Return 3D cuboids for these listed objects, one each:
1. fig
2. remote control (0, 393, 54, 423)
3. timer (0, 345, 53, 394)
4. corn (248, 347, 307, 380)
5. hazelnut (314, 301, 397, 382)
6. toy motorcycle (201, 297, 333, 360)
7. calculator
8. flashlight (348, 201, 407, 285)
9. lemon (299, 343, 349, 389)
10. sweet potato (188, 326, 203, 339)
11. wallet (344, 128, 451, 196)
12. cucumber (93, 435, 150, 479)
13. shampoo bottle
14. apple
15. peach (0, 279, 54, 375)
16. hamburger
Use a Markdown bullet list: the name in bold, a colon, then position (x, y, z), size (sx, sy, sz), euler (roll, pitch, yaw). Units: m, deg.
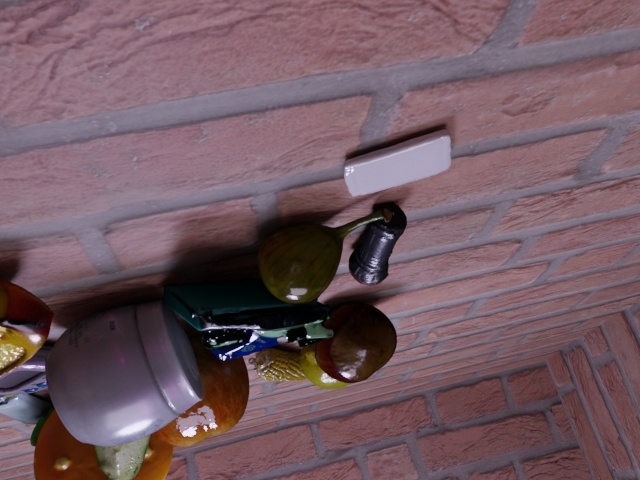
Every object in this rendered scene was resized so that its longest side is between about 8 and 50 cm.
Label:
- **fig**: position (0.000, 0.000, 1.209), size (0.259, 0.151, 0.151), euler (-44, 154, 2)
- **remote control**: position (-0.827, 0.467, 1.811), size (0.103, 0.051, 0.293), euler (-12, 156, -6)
- **timer**: position (-0.678, 0.294, 1.486), size (0.209, 0.069, 0.191), euler (-27, 155, 27)
- **corn**: position (-0.110, 0.393, 2.038), size (0.106, 0.106, 0.293), euler (-25, 155, 20)
- **hazelnut**: position (0.089, 0.265, 1.763), size (0.230, 0.229, 0.229), euler (-13, 157, -6)
- **toy motorcycle**: position (-0.128, 0.201, 1.507), size (0.331, 0.125, 0.196), euler (-9, 166, -34)
- **calculator**: position (-0.159, 0.127, 1.291), size (0.274, 0.058, 0.248), euler (-2, -171, -30)
- **flashlight**: position (0.117, 0.006, 1.328), size (0.093, 0.092, 0.232), euler (-9, 151, -15)
- **lemon**: position (0.042, 0.354, 1.949), size (0.184, 0.184, 0.248), euler (-27, 154, 25)
- **sweet potato**: position (-0.263, 0.183, 1.534), size (0.044, 0.044, 0.179), euler (9, 140, -45)
- **wallet**: position (0.129, -0.127, 1.088), size (0.183, 0.031, 0.124), euler (-16, 157, 5)
- **cucumber**: position (-0.523, 0.471, 1.712), size (0.105, 0.325, 0.145), euler (8, -168, 35)
- **shampoo bottle**: position (-0.394, 0.268, 1.349), size (0.267, 0.272, 0.273), euler (-24, 158, -7)
- **apple**: position (-0.303, 0.377, 1.611), size (0.278, 0.249, 0.309), euler (-6, -156, 26)
- **peach**: position (-0.576, 0.144, 1.100), size (0.268, 0.153, 0.158), euler (-24, 148, -4)
- **hamburger**: position (-0.608, 0.614, 1.868), size (0.396, 0.395, 0.277), euler (-4, 157, -26)
